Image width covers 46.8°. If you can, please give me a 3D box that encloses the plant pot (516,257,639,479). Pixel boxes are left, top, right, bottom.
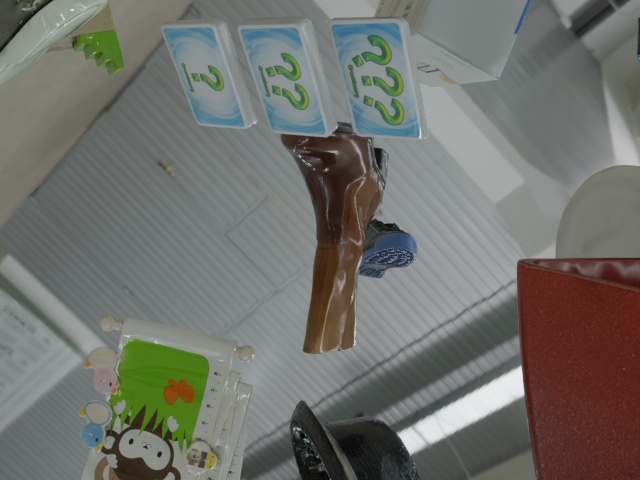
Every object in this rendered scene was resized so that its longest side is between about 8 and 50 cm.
[{"bbox_3d":[0.274,0.146,0.384,0.267,0.267,0.236,16,-78,57],"label":"plant pot"}]

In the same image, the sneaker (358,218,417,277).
[{"bbox_3d":[0.107,0.002,1.257,0.232,0.081,0.091,142,-40,-72],"label":"sneaker"}]

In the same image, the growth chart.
[{"bbox_3d":[-0.144,0.192,0.690,0.021,0.171,0.237,50,44,-88],"label":"growth chart"}]

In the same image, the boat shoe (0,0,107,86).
[{"bbox_3d":[-0.319,-0.202,0.711,0.305,0.091,0.109,-14,-154,43],"label":"boat shoe"}]

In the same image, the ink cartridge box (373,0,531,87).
[{"bbox_3d":[0.209,-0.376,1.262,0.171,0.168,0.232,-68,-159,0],"label":"ink cartridge box"}]

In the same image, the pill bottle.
[{"bbox_3d":[0.402,0.017,0.767,0.162,0.278,0.162,-173,-90,-69],"label":"pill bottle"}]

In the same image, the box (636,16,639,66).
[{"bbox_3d":[0.542,-0.277,0.951,0.244,0.060,0.101,-11,-140,34],"label":"box"}]

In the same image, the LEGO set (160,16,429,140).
[{"bbox_3d":[-0.047,-0.157,0.403,0.182,0.244,0.060,11,-137,33],"label":"LEGO set"}]

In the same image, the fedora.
[{"bbox_3d":[0.073,0.399,1.207,0.152,0.334,0.334,-18,-179,-17],"label":"fedora"}]

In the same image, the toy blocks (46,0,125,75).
[{"bbox_3d":[-0.419,-0.367,0.881,0.260,0.382,0.190,-17,-170,-27],"label":"toy blocks"}]

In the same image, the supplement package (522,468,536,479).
[{"bbox_3d":[0.267,0.397,0.696,0.199,0.263,0.198,-44,-177,-8],"label":"supplement package"}]

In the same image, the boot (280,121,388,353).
[{"bbox_3d":[0.000,0.000,0.931,0.264,0.096,0.281,26,74,-72],"label":"boot"}]
